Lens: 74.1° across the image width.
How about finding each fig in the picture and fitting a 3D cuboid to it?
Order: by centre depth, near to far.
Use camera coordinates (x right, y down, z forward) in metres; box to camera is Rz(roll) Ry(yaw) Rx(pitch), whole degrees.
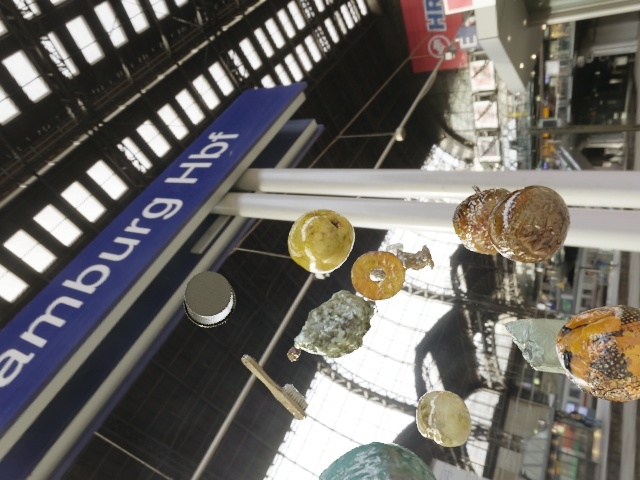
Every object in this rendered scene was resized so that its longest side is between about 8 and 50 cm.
[{"bbox_3d":[0.668,-0.128,1.751,0.369,0.286,0.286,-96,-15,-50],"label":"fig"}]

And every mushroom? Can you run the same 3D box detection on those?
[{"bbox_3d":[0.325,0.468,1.121,0.148,0.148,0.112,-52,-19,-39],"label":"mushroom"},{"bbox_3d":[0.651,-0.049,1.314,0.153,0.253,0.253,-117,23,-74],"label":"mushroom"}]

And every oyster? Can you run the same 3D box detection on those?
[{"bbox_3d":[0.035,0.176,0.873,0.177,0.125,0.064,-49,-16,-31],"label":"oyster"}]

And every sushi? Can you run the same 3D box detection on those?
[{"bbox_3d":[-0.123,0.518,1.921,0.060,0.061,0.118,-56,-14,-30],"label":"sushi"}]

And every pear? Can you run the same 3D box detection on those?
[{"bbox_3d":[0.000,0.000,1.987,0.314,0.314,0.315,-14,-73,-55],"label":"pear"}]

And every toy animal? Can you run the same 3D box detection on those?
[{"bbox_3d":[0.276,0.353,2.406,0.186,0.093,0.214,69,-159,-49],"label":"toy animal"}]

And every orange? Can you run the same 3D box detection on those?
[{"bbox_3d":[0.658,0.247,0.952,0.182,0.234,0.234,55,-146,11],"label":"orange"}]

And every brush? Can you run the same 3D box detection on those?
[{"bbox_3d":[-0.156,0.520,1.535,0.327,0.070,0.065,47,-128,-9],"label":"brush"}]

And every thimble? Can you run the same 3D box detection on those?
[{"bbox_3d":[0.112,0.444,0.672,0.143,0.235,0.199,-110,31,-70],"label":"thimble"}]

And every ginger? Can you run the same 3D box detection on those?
[{"bbox_3d":[0.307,0.098,1.681,0.122,0.290,0.084,59,-146,-17],"label":"ginger"}]

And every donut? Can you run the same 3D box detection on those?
[{"bbox_3d":[0.164,0.100,1.184,0.058,0.151,0.152,28,-109,-71],"label":"donut"}]

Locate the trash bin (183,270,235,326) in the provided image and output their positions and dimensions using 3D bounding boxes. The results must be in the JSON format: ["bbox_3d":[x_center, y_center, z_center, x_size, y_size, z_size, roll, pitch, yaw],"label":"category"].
[{"bbox_3d":[-0.452,0.241,1.737,0.334,0.214,0.214,131,161,-68],"label":"trash bin"}]

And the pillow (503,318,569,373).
[{"bbox_3d":[0.920,0.410,1.688,0.283,0.309,0.138,-92,7,-62],"label":"pillow"}]

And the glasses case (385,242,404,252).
[{"bbox_3d":[0.352,0.043,2.018,0.197,0.076,0.049,61,-162,-80],"label":"glasses case"}]
